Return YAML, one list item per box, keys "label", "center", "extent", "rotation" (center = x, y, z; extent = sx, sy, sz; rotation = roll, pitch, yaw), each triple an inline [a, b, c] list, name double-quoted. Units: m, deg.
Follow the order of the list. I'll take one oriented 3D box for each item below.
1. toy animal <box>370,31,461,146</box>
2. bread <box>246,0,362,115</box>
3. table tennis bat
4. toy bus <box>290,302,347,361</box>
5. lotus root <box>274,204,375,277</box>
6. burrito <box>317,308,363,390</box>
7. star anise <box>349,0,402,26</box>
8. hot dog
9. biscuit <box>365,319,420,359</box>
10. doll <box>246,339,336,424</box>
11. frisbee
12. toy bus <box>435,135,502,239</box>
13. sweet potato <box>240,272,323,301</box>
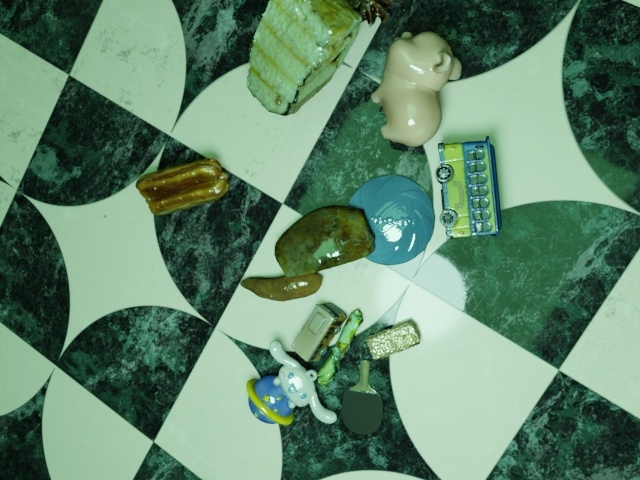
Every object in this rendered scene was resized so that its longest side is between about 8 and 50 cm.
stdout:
- label: "toy animal"
  center: [0.281, -0.449, 1.504]
  extent: [0.269, 0.237, 0.327]
  rotation: [-15, 92, 24]
- label: "bread"
  center: [-0.042, -0.592, 1.554]
  extent: [0.239, 0.264, 0.395]
  rotation: [45, 139, 6]
- label: "table tennis bat"
  center: [0.137, 0.508, 1.648]
  extent: [0.138, 0.022, 0.247]
  rotation: [4, 93, 15]
- label: "toy bus"
  center: [-0.007, 0.292, 1.631]
  extent: [0.091, 0.103, 0.182]
  rotation: [37, 100, 29]
- label: "lotus root"
  center: [-0.001, 0.003, 1.599]
  extent: [0.314, 0.142, 0.210]
  rotation: [-26, 85, 21]
- label: "burrito"
  center: [0.061, 0.355, 1.622]
  extent: [0.054, 0.104, 0.288]
  rotation: [29, 99, 3]
- label: "star anise"
  center: [0.146, -0.764, 1.592]
  extent: [0.220, 0.099, 0.214]
  rotation: [40, 87, 16]
- label: "hot dog"
  center: [-0.470, -0.191, 1.753]
  extent: [0.348, 0.117, 0.158]
  rotation: [-13, 115, 22]
- label: "biscuit"
  center: [0.230, 0.313, 1.595]
  extent: [0.168, 0.070, 0.082]
  rotation: [-25, 89, 12]
- label: "doll"
  center: [-0.095, 0.509, 1.652]
  extent: [0.311, 0.159, 0.243]
  rotation: [38, 86, 10]
- label: "frisbee"
  center: [0.215, -0.065, 1.603]
  extent: [0.289, 0.049, 0.290]
  rotation: [0, 91, 15]
- label: "toy bus"
  center: [0.432, -0.149, 1.497]
  extent: [0.175, 0.138, 0.288]
  rotation: [-5, 90, 16]
- label: "sweet potato"
  center: [-0.133, 0.153, 1.678]
  extent: [0.291, 0.097, 0.098]
  rotation: [-6, 89, 15]
